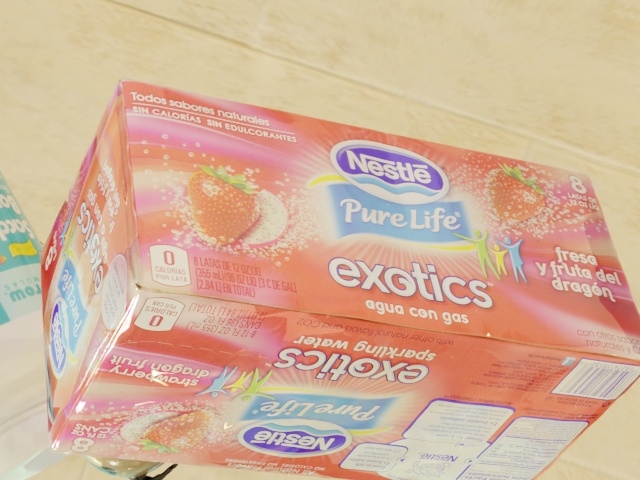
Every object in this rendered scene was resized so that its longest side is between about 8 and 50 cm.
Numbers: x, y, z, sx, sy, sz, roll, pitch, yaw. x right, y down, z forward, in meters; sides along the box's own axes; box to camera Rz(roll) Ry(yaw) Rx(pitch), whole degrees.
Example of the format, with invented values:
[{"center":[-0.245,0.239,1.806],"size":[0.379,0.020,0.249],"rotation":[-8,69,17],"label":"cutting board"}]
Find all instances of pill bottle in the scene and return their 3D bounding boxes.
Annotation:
[{"center":[-0.257,0.039,1.024],"size":[0.146,0.146,0.264],"rotation":[-32,81,5],"label":"pill bottle"}]

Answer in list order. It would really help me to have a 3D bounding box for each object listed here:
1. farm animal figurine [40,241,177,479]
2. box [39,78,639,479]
[{"center":[-0.244,0.106,1.307],"size":[0.327,0.330,0.172],"rotation":[31,83,22],"label":"farm animal figurine"},{"center":[0.009,0.036,0.820],"size":[0.300,0.142,0.154],"rotation":[9,137,-24],"label":"box"}]
